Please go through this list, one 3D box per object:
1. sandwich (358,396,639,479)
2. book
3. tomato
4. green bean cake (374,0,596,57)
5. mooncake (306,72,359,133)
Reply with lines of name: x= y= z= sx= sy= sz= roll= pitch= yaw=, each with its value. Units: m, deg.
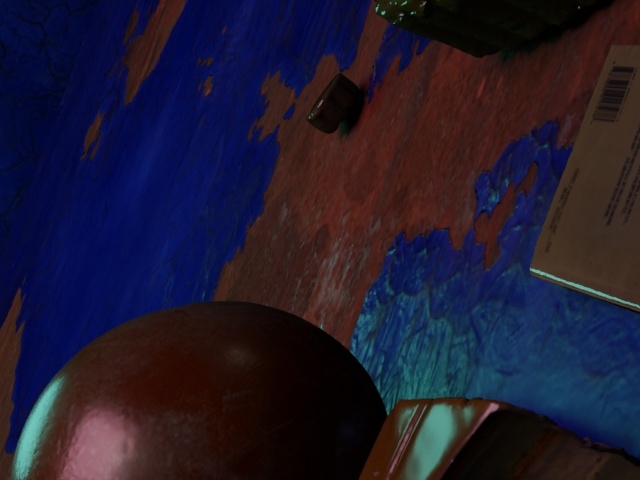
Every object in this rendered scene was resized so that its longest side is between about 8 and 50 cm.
sandwich: x=0.080 y=0.185 z=0.879 sx=0.187 sy=0.117 sz=0.144 roll=-70 pitch=17 yaw=-7
book: x=0.203 y=-0.035 z=0.922 sx=0.161 sy=0.026 sz=0.231 roll=-69 pitch=19 yaw=1
tomato: x=-0.088 y=0.157 z=1.105 sx=0.270 sy=0.222 sz=0.270 roll=-47 pitch=-8 yaw=-9
green bean cake: x=0.140 y=-0.251 z=1.179 sx=0.200 sy=0.113 sz=0.214 roll=-15 pitch=56 yaw=61
mooncake: x=-0.013 y=-0.003 z=1.409 sx=0.150 sy=0.057 sz=0.347 roll=132 pitch=152 yaw=-72
